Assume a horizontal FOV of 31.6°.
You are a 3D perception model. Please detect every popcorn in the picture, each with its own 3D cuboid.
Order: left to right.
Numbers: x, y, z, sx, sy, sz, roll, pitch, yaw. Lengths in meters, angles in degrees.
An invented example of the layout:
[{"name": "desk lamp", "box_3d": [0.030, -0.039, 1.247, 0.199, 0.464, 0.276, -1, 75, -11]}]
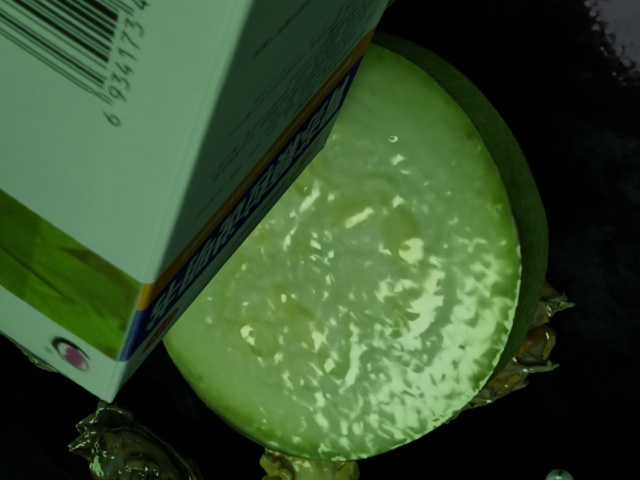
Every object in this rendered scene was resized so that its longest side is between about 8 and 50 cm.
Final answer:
[{"name": "popcorn", "box_3d": [-0.009, 0.188, 0.910, 0.082, 0.083, 0.057, 15, 170, -11]}]

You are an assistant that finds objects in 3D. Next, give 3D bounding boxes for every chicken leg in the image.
[{"name": "chicken leg", "box_3d": [-0.170, 0.232, 1.074, 0.125, 0.080, 0.196, 22, 148, 30]}]

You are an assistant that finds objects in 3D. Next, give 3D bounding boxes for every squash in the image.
[{"name": "squash", "box_3d": [0.000, 0.000, 0.653, 0.252, 0.049, 0.252, 7, 105, 28]}]

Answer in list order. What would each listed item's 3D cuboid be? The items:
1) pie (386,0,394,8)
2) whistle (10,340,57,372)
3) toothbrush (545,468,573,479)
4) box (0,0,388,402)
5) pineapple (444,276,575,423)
[{"name": "pie", "box_3d": [-0.063, -0.221, 0.534, 0.302, 0.067, 0.302, 17, 134, 19]}, {"name": "whistle", "box_3d": [-0.317, -0.014, 0.931, 0.326, 0.057, 0.068, 44, -176, -12]}, {"name": "toothbrush", "box_3d": [0.180, 0.283, 0.914, 0.025, 0.029, 0.307, 10, 136, 15]}, {"name": "box", "box_3d": [-0.040, -0.103, 0.427, 0.106, 0.200, 0.299, 33, 139, 4]}, {"name": "pineapple", "box_3d": [0.049, 0.048, 0.731, 0.225, 0.076, 0.225, 17, 138, 16]}]
